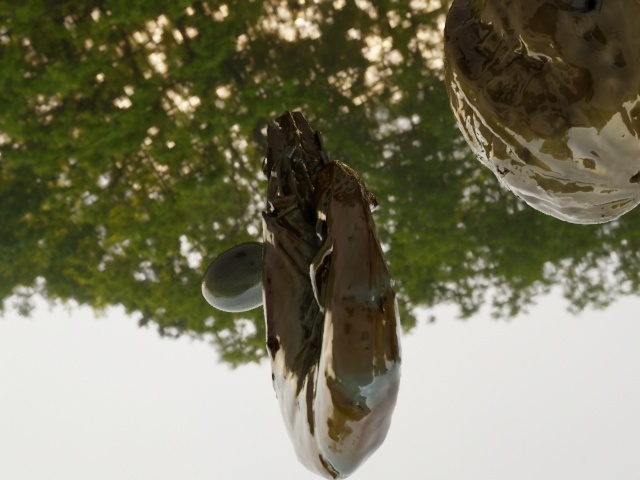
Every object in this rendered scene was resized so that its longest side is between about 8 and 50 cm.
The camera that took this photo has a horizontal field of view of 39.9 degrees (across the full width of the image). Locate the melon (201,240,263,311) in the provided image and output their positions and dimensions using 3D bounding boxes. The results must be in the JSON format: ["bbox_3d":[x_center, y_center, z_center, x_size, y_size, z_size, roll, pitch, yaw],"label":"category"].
[{"bbox_3d":[-0.111,0.053,1.282,0.131,0.098,0.098,-21,-147,17],"label":"melon"}]

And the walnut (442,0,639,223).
[{"bbox_3d":[0.200,-0.136,0.722,0.198,0.198,0.245,-25,-120,4],"label":"walnut"}]

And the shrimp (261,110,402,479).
[{"bbox_3d":[0.000,0.000,0.525,0.063,0.152,0.287,1,-129,-13],"label":"shrimp"}]
